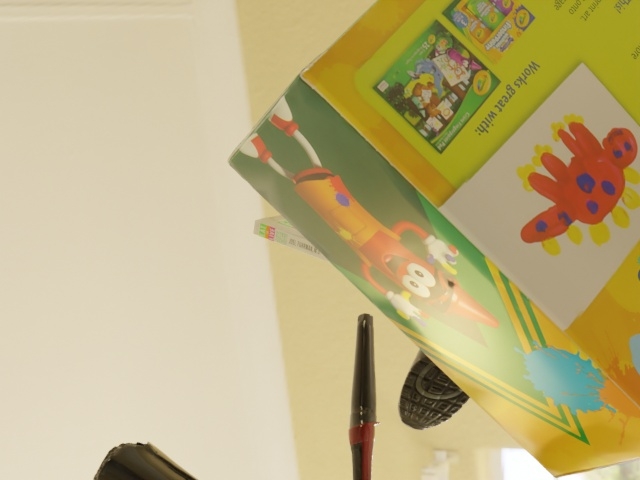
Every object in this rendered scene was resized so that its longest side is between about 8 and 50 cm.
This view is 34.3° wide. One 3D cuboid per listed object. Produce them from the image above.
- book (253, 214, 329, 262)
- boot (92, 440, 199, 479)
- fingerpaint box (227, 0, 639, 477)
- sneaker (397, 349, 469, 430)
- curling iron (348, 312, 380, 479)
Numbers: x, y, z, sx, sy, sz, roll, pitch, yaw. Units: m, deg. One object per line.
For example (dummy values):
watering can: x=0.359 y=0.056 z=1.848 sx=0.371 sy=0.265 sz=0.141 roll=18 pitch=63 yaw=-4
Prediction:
book: x=0.000 y=0.000 z=1.276 sx=0.096 sy=0.144 sz=0.035 roll=-6 pitch=-71 yaw=-47
boot: x=-0.178 y=0.319 z=1.180 sx=0.094 sy=0.207 sz=0.246 roll=-64 pitch=-15 yaw=5
fingerpaint box: x=0.208 y=-0.097 z=0.865 sx=0.371 sy=0.163 sz=0.445 roll=43 pitch=-121 yaw=-5
sneaker: x=0.213 y=0.181 z=1.710 sx=0.286 sy=0.109 sz=0.130 roll=-60 pitch=3 yaw=-5
curling iron: x=0.059 y=0.203 z=1.116 sx=0.035 sy=0.068 sz=0.274 roll=59 pitch=-158 yaw=-53
